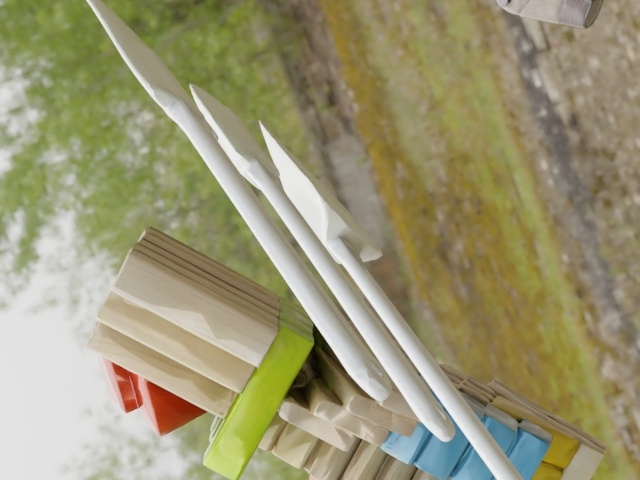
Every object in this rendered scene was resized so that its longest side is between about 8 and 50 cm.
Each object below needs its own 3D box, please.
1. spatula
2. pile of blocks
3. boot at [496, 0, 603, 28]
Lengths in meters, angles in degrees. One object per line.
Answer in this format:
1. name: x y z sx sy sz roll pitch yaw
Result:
1. spatula: 0.000 0.000 0.536 0.168 0.019 0.242 43 -173 -47
2. pile of blocks: 0.019 0.116 0.768 0.362 0.113 0.149 25 -173 -28
3. boot: 0.131 -0.178 0.778 0.087 0.042 0.118 36 126 25
